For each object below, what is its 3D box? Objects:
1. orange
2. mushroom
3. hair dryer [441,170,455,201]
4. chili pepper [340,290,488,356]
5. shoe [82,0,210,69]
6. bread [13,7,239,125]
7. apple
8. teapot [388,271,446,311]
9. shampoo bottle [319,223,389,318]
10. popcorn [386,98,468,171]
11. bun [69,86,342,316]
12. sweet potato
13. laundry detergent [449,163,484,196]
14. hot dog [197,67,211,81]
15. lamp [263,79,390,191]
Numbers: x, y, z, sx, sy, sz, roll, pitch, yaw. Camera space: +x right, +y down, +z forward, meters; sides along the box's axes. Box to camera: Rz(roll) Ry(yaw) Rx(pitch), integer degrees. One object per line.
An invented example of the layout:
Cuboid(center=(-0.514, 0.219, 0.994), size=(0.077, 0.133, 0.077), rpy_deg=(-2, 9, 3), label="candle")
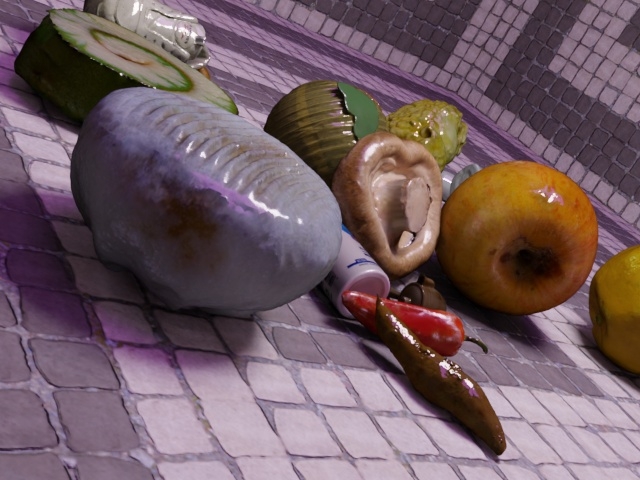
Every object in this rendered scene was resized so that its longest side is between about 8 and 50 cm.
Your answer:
Cuboid(center=(0.660, 0.143, 1.704), size=(0.279, 0.235, 0.279), rpy_deg=(-17, 90, -81), label="orange")
Cuboid(center=(0.120, -0.065, 1.477), size=(0.146, 0.278, 0.278), rpy_deg=(-4, -7, 42), label="mushroom")
Cuboid(center=(0.329, -0.092, 2.118), size=(0.131, 0.073, 0.236), rpy_deg=(30, 28, 6), label="hair dryer")
Cuboid(center=(0.139, 0.127, 1.270), size=(0.272, 0.071, 0.063), rpy_deg=(19, 18, -22), label="chili pepper")
Cuboid(center=(-0.329, -0.428, 1.691), size=(0.210, 0.132, 0.342), rpy_deg=(12, -6, 8), label="shoe")
Cuboid(center=(-0.324, -0.255, 1.473), size=(0.366, 0.129, 0.382), rpy_deg=(10, 29, -50), label="bread")
Cuboid(center=(0.362, -0.011, 1.591), size=(0.299, 0.299, 0.275), rpy_deg=(28, 27, -4), label="apple")
Cuboid(center=(0.153, 0.091, 1.380), size=(0.080, 0.085, 0.110), rpy_deg=(19, 2, -32), label="teapot")
Cuboid(center=(0.000, 0.000, 1.358), size=(0.092, 0.092, 0.303), rpy_deg=(15, 24, -37), label="shampoo bottle")
Cuboid(center=(0.249, -0.260, 2.208), size=(0.225, 0.174, 0.286), rpy_deg=(1, 32, 30), label="popcorn")
Cuboid(center=(-0.145, -0.038, 1.065), size=(0.362, 0.211, 0.362), rpy_deg=(26, 17, -8), label="bun")
Cuboid(center=(0.156, 0.183, 1.164), size=(0.274, 0.067, 0.067), rpy_deg=(46, 24, 20), label="sweet potato")
Cuboid(center=(0.434, -0.040, 2.033), size=(0.280, 0.105, 0.215), rpy_deg=(37, 36, -27), label="laundry detergent")
Cuboid(center=(-0.276, -0.330, 1.824), size=(0.083, 0.068, 0.289), rpy_deg=(-3, 34, -16), label="hot dog")
Cuboid(center=(0.018, -0.158, 1.587), size=(0.250, 0.250, 0.284), rpy_deg=(5, 65, -50), label="lamp")
